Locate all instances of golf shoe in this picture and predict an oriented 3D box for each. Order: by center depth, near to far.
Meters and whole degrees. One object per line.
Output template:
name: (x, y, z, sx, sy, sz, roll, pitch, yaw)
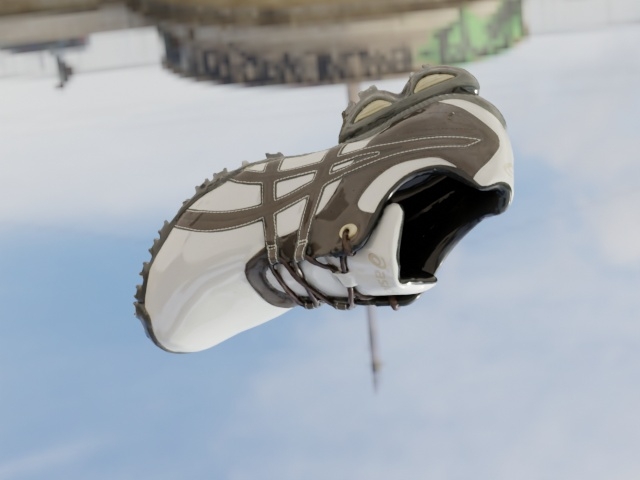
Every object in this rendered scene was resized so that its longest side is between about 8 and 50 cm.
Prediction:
golf shoe: (0.000, 0.000, 0.809, 0.198, 0.077, 0.094, -36, -143, 11)
